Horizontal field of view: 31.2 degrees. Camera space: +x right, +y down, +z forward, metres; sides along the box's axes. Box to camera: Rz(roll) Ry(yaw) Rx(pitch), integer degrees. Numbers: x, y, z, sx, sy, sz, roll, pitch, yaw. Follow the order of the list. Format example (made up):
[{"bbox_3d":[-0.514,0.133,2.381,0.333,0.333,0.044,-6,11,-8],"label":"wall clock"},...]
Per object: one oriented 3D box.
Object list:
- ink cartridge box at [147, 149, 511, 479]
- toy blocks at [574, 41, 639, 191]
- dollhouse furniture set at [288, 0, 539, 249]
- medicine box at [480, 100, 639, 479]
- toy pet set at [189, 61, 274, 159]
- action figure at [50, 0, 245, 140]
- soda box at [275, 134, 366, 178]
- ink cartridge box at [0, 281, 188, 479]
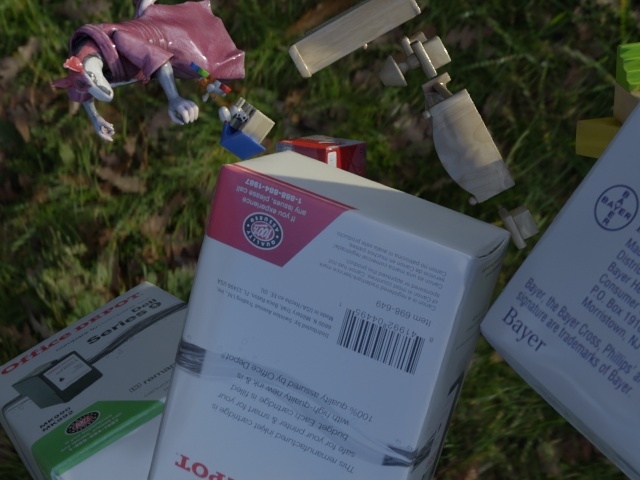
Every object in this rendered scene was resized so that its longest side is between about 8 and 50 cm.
[{"bbox_3d":[0.002,0.075,0.682,0.158,0.092,0.218,22,108,18],"label":"ink cartridge box"},{"bbox_3d":[0.447,-0.025,1.411,0.191,0.261,0.381,-7,116,-5],"label":"toy blocks"},{"bbox_3d":[0.116,-0.149,1.547,0.174,0.303,0.355,-28,102,6],"label":"dollhouse furniture set"},{"bbox_3d":[0.271,0.001,0.570,0.289,0.263,0.149,-55,47,11],"label":"medicine box"},{"bbox_3d":[-0.125,-0.161,1.484,0.114,0.122,0.065,35,94,-33],"label":"toy pet set"},{"bbox_3d":[-0.275,-0.303,1.774,0.248,0.370,0.275,-6,99,31],"label":"action figure"},{"bbox_3d":[0.000,0.000,1.485,0.083,0.092,0.263,-15,110,-47],"label":"soda box"},{"bbox_3d":[-0.182,0.163,1.094,0.211,0.289,0.121,-31,112,-21],"label":"ink cartridge box"}]
